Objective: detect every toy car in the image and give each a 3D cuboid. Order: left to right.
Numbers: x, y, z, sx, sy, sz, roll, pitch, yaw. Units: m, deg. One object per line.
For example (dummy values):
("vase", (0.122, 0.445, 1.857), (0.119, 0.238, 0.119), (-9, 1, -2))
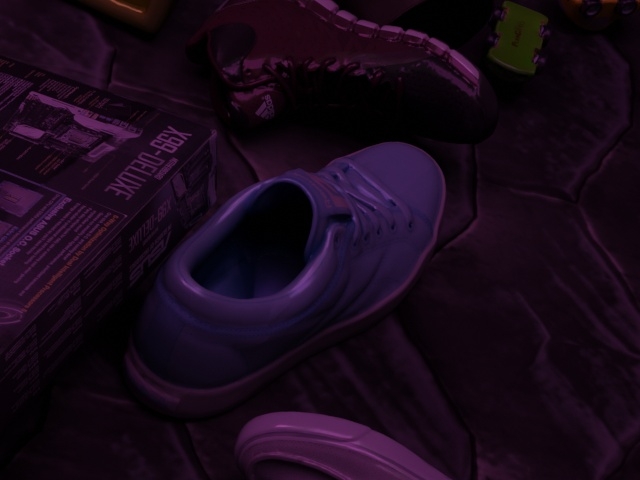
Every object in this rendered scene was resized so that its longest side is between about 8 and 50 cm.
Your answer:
("toy car", (0.194, -0.222, 1.769), (0.239, 0.053, 0.225), (21, 46, -2))

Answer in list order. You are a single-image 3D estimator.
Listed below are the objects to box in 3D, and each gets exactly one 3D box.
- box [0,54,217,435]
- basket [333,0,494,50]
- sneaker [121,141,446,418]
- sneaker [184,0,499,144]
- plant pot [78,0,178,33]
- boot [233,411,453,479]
("box", (-0.250, -0.012, 1.289), (0.242, 0.076, 0.307), (19, 42, 18))
("basket", (0.058, -0.286, 1.695), (0.154, 0.204, 0.227), (-8, 64, -36))
("sneaker", (0.000, 0.000, 1.424), (0.135, 0.150, 0.366), (38, 47, 12))
("sneaker", (0.003, -0.126, 1.580), (0.281, 0.106, 0.162), (27, 50, 22))
("plant pot", (-0.179, -0.360, 1.632), (0.227, 0.228, 0.207), (27, 38, 3))
("boot", (0.048, 0.220, 1.282), (0.258, 0.095, 0.123), (24, 39, -2))
